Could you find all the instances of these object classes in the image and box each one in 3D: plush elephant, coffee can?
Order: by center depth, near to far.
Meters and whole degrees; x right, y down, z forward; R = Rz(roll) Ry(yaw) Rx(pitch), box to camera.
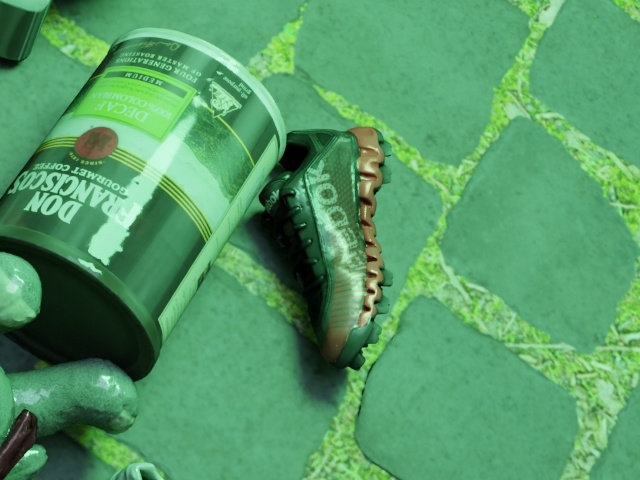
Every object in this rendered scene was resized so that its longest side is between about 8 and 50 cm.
[{"bbox_3d":[-0.316,0.204,1.318,0.330,0.272,0.255,-16,56,0],"label":"plush elephant"},{"bbox_3d":[-0.180,-0.034,1.520,0.201,0.201,0.275,33,57,-6],"label":"coffee can"}]

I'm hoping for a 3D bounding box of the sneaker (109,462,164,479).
[{"bbox_3d":[-0.137,0.267,1.478,0.054,0.061,0.152,-36,85,-34],"label":"sneaker"}]

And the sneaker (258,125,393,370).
[{"bbox_3d":[0.000,0.000,1.644,0.135,0.097,0.276,11,60,-19],"label":"sneaker"}]

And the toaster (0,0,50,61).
[{"bbox_3d":[-0.343,-0.281,1.621,0.168,0.110,0.185,23,59,-11],"label":"toaster"}]
